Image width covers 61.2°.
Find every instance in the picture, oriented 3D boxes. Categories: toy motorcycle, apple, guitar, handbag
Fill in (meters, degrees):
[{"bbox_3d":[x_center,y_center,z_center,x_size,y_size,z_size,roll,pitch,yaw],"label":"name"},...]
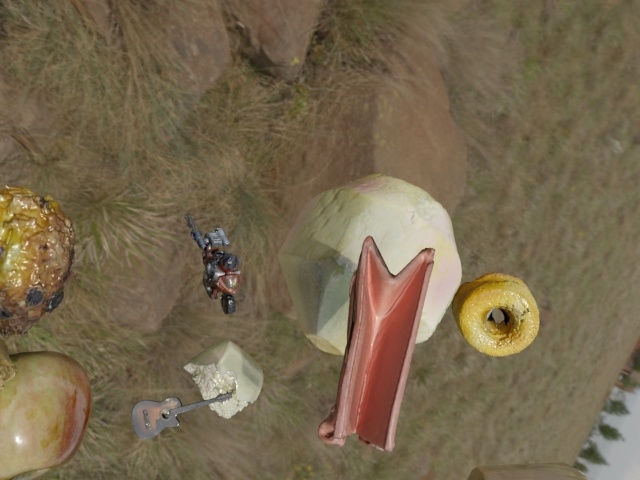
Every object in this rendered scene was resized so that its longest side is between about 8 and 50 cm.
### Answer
[{"bbox_3d":[-0.371,0.056,1.904,0.134,0.400,0.207,-8,141,-29],"label":"toy motorcycle"},{"bbox_3d":[-0.576,0.345,1.059,0.257,0.233,0.256,-24,160,-9],"label":"apple"},{"bbox_3d":[-0.323,0.395,1.271,0.234,0.088,0.025,-14,169,-12],"label":"guitar"},{"bbox_3d":[0.043,0.090,0.463,0.212,0.060,0.157,80,23,-78],"label":"handbag"}]

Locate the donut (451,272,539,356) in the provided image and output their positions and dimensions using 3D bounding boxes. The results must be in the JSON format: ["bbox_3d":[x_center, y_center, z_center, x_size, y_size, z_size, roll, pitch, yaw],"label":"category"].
[{"bbox_3d":[0.504,0.216,1.558,0.118,0.254,0.253,-49,155,-69],"label":"donut"}]

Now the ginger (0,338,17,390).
[{"bbox_3d":[-0.670,0.116,0.911,0.166,0.375,0.236,-36,172,18],"label":"ginger"}]

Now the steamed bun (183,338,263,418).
[{"bbox_3d":[-0.291,0.423,1.644,0.200,0.170,0.225,-44,119,-6],"label":"steamed bun"}]

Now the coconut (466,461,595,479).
[{"bbox_3d":[0.309,0.485,0.799,0.329,0.329,0.328,-33,137,-38],"label":"coconut"}]

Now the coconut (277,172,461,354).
[{"bbox_3d":[0.064,0.045,0.763,0.259,0.259,0.259,-33,137,-38],"label":"coconut"}]

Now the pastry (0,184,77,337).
[{"bbox_3d":[-0.779,0.074,1.353,0.293,0.405,0.337,28,46,-25],"label":"pastry"}]
